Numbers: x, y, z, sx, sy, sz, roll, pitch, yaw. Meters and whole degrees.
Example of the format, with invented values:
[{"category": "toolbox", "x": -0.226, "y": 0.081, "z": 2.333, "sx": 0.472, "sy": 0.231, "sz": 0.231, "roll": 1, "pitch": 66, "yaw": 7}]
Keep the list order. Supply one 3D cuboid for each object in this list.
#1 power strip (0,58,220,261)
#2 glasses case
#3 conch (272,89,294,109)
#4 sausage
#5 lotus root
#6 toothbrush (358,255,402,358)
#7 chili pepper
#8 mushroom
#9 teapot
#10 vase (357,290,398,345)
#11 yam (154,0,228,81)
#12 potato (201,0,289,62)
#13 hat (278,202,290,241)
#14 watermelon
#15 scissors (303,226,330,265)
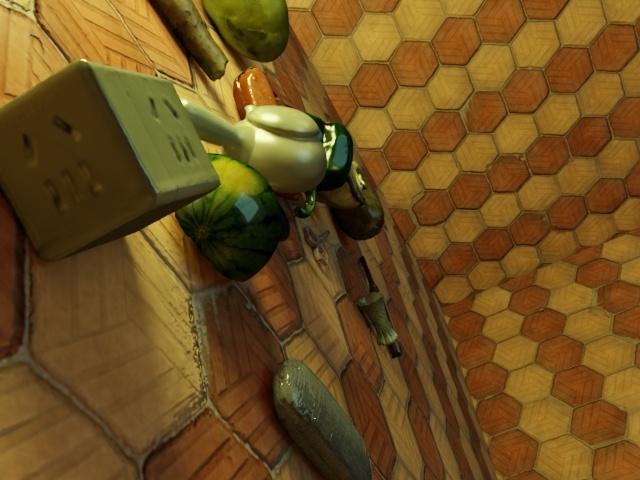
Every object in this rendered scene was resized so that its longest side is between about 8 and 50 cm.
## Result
[{"category": "power strip", "x": -0.203, "y": -0.084, "z": 0.569, "sx": 0.140, "sy": 0.139, "sz": 0.224, "roll": 63, "pitch": 14, "yaw": -5}, {"category": "glasses case", "x": 0.008, "y": 0.297, "z": 0.849, "sx": 0.282, "sy": 0.067, "sz": 0.109, "roll": 59, "pitch": 18, "yaw": -29}, {"category": "conch", "x": -0.088, "y": -0.351, "z": 1.581, "sx": 0.086, "sy": 0.080, "sz": 0.233, "roll": 24, "pitch": -33, "yaw": 57}, {"category": "sausage", "x": -0.121, "y": -0.240, "z": 1.245, "sx": 0.330, "sy": 0.102, "sz": 0.102, "roll": 68, "pitch": 14, "yaw": 12}, {"category": "lotus root", "x": 0.109, "y": -0.121, "z": 1.786, "sx": 0.160, "sy": 0.152, "sz": 0.275, "roll": 48, "pitch": 15, "yaw": -56}, {"category": "toothbrush", "x": 0.188, "y": 0.204, "z": 1.749, "sx": 0.041, "sy": 0.041, "sz": 0.364, "roll": 43, "pitch": 25, "yaw": -57}, {"category": "chili pepper", "x": -0.024, "y": -0.176, "z": 1.347, "sx": 0.165, "sy": 0.173, "sz": 0.261, "roll": 177, "pitch": -75, "yaw": -69}, {"category": "mushroom", "x": 0.012, "y": -0.198, "z": 1.540, "sx": 0.189, "sy": 0.164, "sz": 0.267, "roll": 20, "pitch": 49, "yaw": -66}, {"category": "teapot", "x": -0.108, "y": -0.170, "z": 0.991, "sx": 0.318, "sy": 0.220, "sz": 0.149, "roll": -34, "pitch": 141, "yaw": -66}, {"category": "vase", "x": 0.170, "y": 0.229, "z": 1.569, "sx": 0.081, "sy": 0.081, "sz": 0.149, "roll": -66, "pitch": 134, "yaw": -72}, {"category": "yam", "x": -0.285, "y": -0.461, "z": 1.078, "sx": 0.317, "sy": 0.067, "sz": 0.071, "roll": 56, "pitch": 21, "yaw": -30}, {"category": "potato", "x": -0.190, "y": -0.612, "z": 1.415, "sx": 0.304, "sy": 0.215, "sz": 0.216, "roll": 52, "pitch": 18, "yaw": -35}, {"category": "hat", "x": -0.105, "y": -0.051, "z": 1.067, "sx": 0.121, "sy": 0.050, "sz": 0.121, "roll": -20, "pitch": 90, "yaw": -78}, {"category": "watermelon", "x": -0.128, "y": -0.046, "z": 0.821, "sx": 0.204, "sy": 0.127, "sz": 0.232, "roll": 62, "pitch": 8, "yaw": 4}, {"category": "scissors", "x": 0.001, "y": 0.000, "z": 1.438, "sx": 0.110, "sy": 0.021, "sz": 0.212, "roll": 60, "pitch": 14, "yaw": -6}]
